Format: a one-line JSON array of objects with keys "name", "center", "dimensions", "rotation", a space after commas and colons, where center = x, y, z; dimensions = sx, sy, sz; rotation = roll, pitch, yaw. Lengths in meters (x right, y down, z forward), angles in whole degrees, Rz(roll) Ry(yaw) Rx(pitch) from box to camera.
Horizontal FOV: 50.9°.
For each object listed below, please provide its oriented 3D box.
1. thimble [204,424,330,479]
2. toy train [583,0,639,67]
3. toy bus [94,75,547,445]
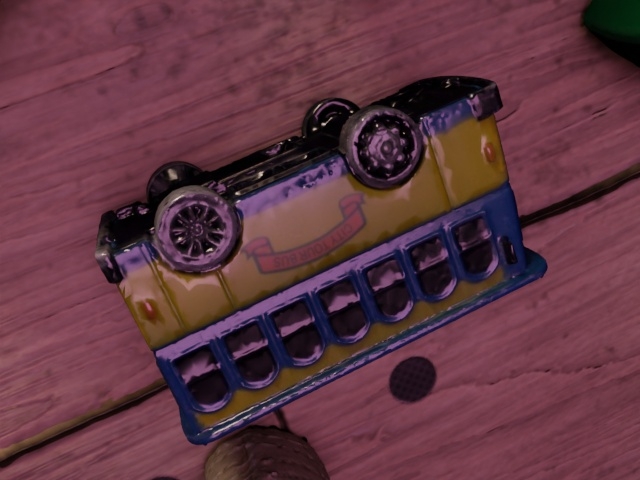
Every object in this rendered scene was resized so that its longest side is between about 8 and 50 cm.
[{"name": "thimble", "center": [-0.039, 0.223, 0.571], "dimensions": [0.102, 0.090, 0.115], "rotation": [-36, 113, -1]}, {"name": "toy train", "center": [0.403, -0.213, 0.545], "dimensions": [0.429, 0.178, 0.249], "rotation": [23, 107, -20]}, {"name": "toy bus", "center": [0.000, 0.000, 0.497], "dimensions": [0.288, 0.138, 0.175], "rotation": [-24, 109, -9]}]
